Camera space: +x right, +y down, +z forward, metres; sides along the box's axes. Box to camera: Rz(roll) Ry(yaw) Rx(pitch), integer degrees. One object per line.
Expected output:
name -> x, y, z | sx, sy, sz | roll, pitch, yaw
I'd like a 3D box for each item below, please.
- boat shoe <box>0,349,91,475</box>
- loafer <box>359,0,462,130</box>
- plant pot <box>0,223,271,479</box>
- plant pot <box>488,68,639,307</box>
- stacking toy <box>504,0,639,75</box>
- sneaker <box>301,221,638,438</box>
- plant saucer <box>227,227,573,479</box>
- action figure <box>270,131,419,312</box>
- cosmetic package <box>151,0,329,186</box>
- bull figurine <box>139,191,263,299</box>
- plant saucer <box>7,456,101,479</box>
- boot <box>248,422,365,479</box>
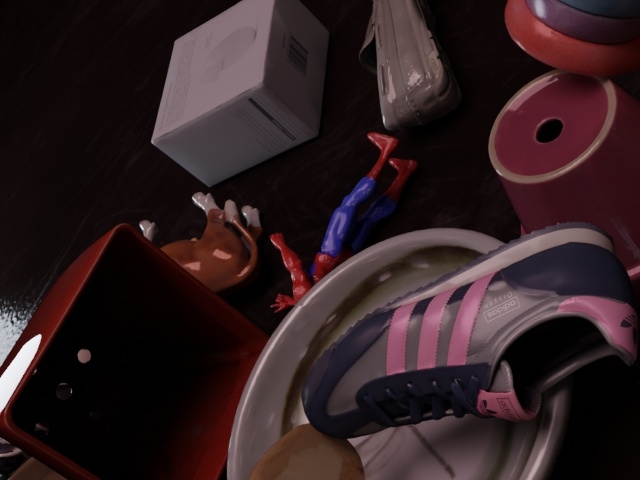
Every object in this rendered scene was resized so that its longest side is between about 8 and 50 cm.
boat shoe -> -0.418, 0.259, 1.438 | 0.340, 0.127, 0.158 | -18, 61, 39
loafer -> 0.100, -0.275, 1.334 | 0.111, 0.112, 0.319 | -26, 44, 17
plant pot -> -0.260, 0.178, 1.202 | 0.235, 0.267, 0.267 | -15, 41, 48
plant pot -> 0.260, -0.061, 0.935 | 0.201, 0.180, 0.201 | -26, 44, 28
stacking toy -> 0.341, -0.237, 0.888 | 0.309, 0.130, 0.279 | 22, 43, 11
sneaker -> 0.116, 0.109, 0.834 | 0.319, 0.112, 0.131 | -34, 38, 22
plant saucer -> 0.084, 0.181, 0.982 | 0.400, 0.100, 0.400 | -27, 43, 29
action figure -> 0.000, 0.000, 1.228 | 0.139, 0.091, 0.280 | 12, 68, 43
cosmetic package -> -0.118, -0.236, 1.504 | 0.224, 0.138, 0.224 | -21, 47, 32
bull figurine -> -0.213, 0.046, 1.387 | 0.310, 0.101, 0.188 | -19, 45, 20
plant saucer -> -0.378, 0.408, 1.318 | 0.278, 0.041, 0.278 | -26, 44, 29
boot -> -0.063, 0.313, 0.860 | 0.211, 0.104, 0.295 | -61, 0, 32
